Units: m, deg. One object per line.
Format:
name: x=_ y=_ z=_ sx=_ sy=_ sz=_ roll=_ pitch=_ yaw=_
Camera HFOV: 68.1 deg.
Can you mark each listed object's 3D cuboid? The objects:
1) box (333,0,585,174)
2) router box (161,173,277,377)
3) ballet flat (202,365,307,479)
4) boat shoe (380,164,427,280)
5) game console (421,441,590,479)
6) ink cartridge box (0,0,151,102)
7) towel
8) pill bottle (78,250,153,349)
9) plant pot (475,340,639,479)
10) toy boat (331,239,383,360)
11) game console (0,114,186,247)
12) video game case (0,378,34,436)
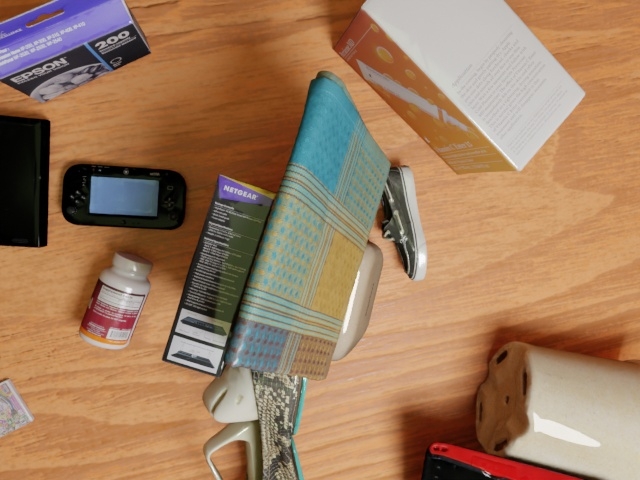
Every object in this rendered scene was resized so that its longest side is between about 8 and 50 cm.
box: x=0.217 y=-0.288 z=0.798 sx=0.345 sy=0.215 sz=0.168 roll=42 pitch=88 yaw=-11
router box: x=-0.128 y=0.036 z=0.725 sx=0.080 sy=0.309 sz=0.243 roll=17 pitch=94 yaw=-3
ballet flat: x=-0.107 y=0.319 z=0.801 sx=0.181 sy=0.164 sz=0.484 roll=-5 pitch=111 yaw=-17
boat shoe: x=0.146 y=-0.029 z=0.890 sx=0.070 sy=0.078 sz=0.220 roll=-11 pitch=90 yaw=-9
game console: x=0.346 y=0.538 z=0.861 sx=0.341 sy=0.060 sz=0.387 roll=12 pitch=122 yaw=20
ink cartridge box: x=-0.369 y=-0.284 z=0.700 sx=0.206 sy=0.208 sz=0.045 roll=-27 pitch=97 yaw=-6
towel: x=0.000 y=0.000 z=0.653 sx=0.040 sy=0.271 sz=0.371 roll=12 pitch=76 yaw=27
pill bottle: x=-0.344 y=0.100 z=0.809 sx=0.086 sy=0.086 sz=0.152 roll=22 pitch=91 yaw=-11
plant pot: x=0.477 y=0.339 z=0.885 sx=0.305 sy=0.334 sz=0.334 roll=18 pitch=93 yaw=1
toy boat: x=0.016 y=0.097 z=0.861 sx=0.151 sy=0.151 sz=0.231 roll=15 pitch=93 yaw=19
game console: x=-0.412 y=-0.093 z=0.798 sx=0.360 sy=0.044 sz=0.214 roll=3 pitch=96 yaw=-11
video game case: x=-0.582 y=0.307 z=0.828 sx=0.121 sy=0.011 sz=0.087 roll=-26 pitch=100 yaw=-6
